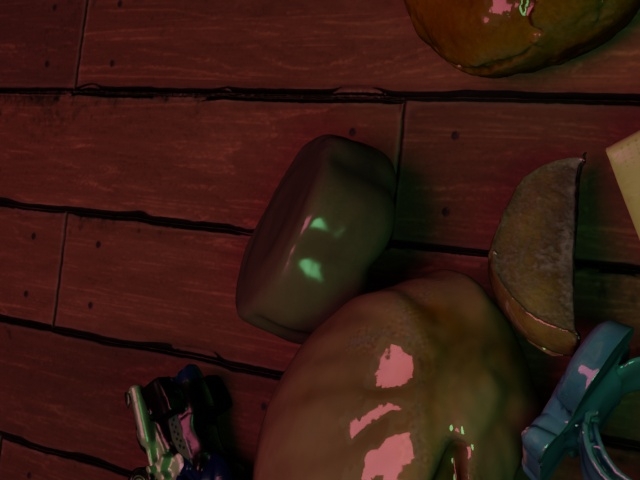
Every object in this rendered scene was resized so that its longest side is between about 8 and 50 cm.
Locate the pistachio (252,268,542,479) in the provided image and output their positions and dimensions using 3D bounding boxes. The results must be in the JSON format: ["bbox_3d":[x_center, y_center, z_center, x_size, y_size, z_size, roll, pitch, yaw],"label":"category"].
[{"bbox_3d":[0.076,0.240,1.514,0.365,0.282,0.445,-110,42,-65],"label":"pistachio"}]

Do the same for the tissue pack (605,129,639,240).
[{"bbox_3d":[0.427,-0.071,1.345,0.234,0.125,0.159,-29,66,34],"label":"tissue pack"}]

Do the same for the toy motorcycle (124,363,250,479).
[{"bbox_3d":[-0.153,0.330,1.811,0.196,0.125,0.331,-34,67,31],"label":"toy motorcycle"}]

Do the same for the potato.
[{"bbox_3d":[0.229,0.027,1.462,0.100,0.120,0.261,8,50,4],"label":"potato"}]

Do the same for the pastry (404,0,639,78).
[{"bbox_3d":[0.232,-0.352,1.531,0.356,0.164,0.355,-4,84,43],"label":"pastry"}]

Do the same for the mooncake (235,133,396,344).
[{"bbox_3d":[0.000,0.000,1.651,0.275,0.135,0.274,-157,90,-79],"label":"mooncake"}]

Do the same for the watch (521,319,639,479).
[{"bbox_3d":[0.327,0.202,1.359,0.193,0.211,0.211,31,105,24],"label":"watch"}]
